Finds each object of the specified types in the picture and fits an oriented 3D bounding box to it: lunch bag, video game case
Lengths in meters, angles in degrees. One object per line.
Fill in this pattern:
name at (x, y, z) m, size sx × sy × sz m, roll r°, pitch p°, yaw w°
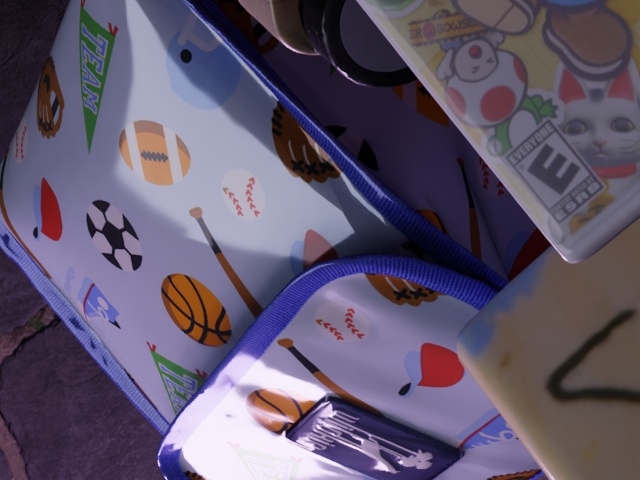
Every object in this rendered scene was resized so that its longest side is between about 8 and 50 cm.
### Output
lunch bag at (0.000, 0.000, 0.875) m, size 0.385 × 0.239 × 0.328 m, roll 49°, pitch 141°, yaw 8°
video game case at (0.097, -0.140, 0.438) m, size 0.206 × 0.227 × 0.026 m, roll 53°, pitch -152°, yaw 10°

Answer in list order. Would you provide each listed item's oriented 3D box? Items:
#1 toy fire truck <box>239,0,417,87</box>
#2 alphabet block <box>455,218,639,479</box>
toy fire truck at (0.066, -0.200, 0.544) m, size 0.158 × 0.217 × 0.246 m, roll -128°, pitch 25°, yaw -58°
alphabet block at (0.202, 0.077, 0.539) m, size 0.193 × 0.192 × 0.197 m, roll 39°, pitch -169°, yaw -43°
